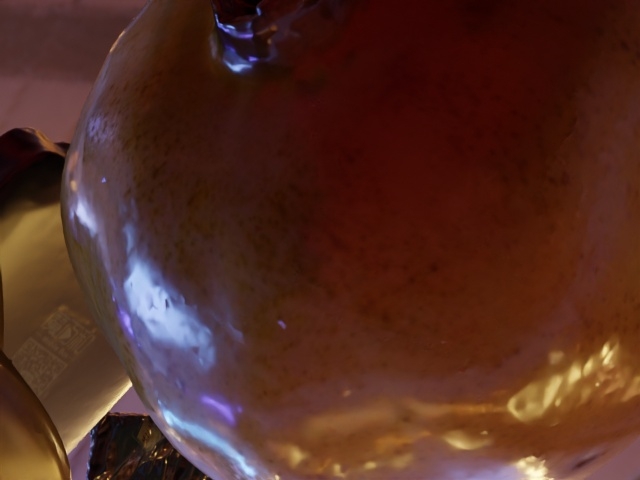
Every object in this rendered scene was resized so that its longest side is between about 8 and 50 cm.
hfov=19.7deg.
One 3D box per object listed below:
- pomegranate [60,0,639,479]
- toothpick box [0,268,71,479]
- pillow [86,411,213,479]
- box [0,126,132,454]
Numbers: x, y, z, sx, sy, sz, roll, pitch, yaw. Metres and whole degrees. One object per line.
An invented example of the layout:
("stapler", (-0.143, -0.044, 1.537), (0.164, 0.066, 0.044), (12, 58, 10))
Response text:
("pomegranate", (0.042, -0.037, 1.098), (0.416, 0.417, 0.417), (-20, -134, 22))
("toothpick box", (-0.333, 0.013, 0.742), (0.409, 0.409, 0.425), (-41, -129, 1))
("pillow", (-0.176, 0.269, 1.970), (0.034, 0.255, 0.189), (14, -84, 31))
("box", (-0.234, 0.079, 1.322), (0.289, 0.290, 0.073), (-48, -120, -5))
